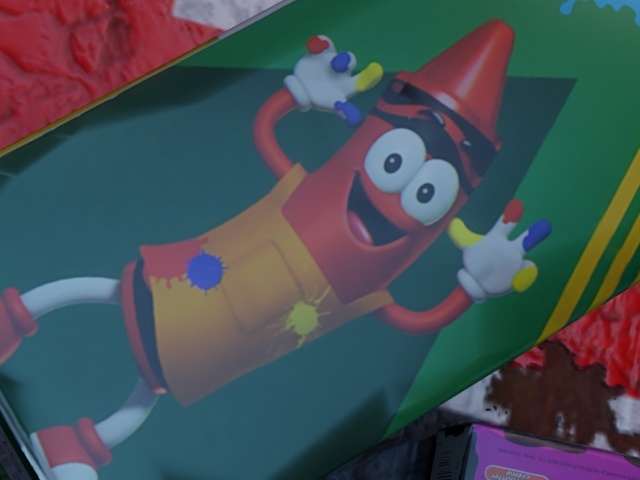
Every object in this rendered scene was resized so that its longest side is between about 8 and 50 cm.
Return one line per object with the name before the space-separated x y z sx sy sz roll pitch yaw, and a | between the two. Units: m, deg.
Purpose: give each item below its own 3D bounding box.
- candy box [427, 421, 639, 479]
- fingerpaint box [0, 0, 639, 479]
candy box | 0.126 0.231 1.075 0.159 0.071 0.233 14 78 -11
fingerpaint box | 0.000 0.000 0.889 0.371 0.445 0.163 -30 90 -16
